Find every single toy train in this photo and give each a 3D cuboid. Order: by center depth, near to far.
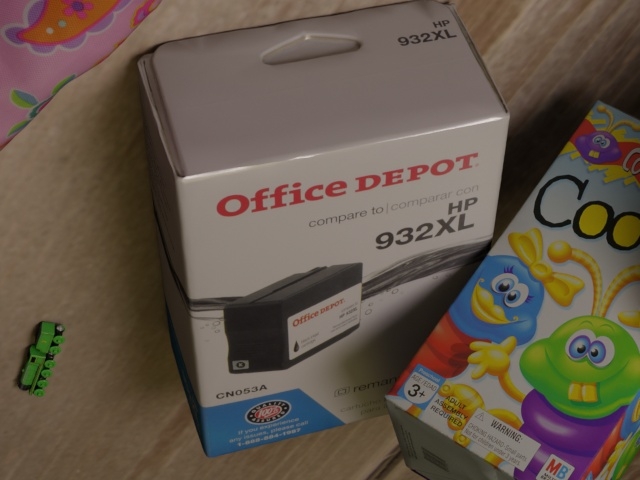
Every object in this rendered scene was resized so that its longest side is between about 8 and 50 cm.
[{"bbox_3d":[-0.223,0.096,1.069,0.024,0.017,0.083,12,131,-20],"label":"toy train"}]

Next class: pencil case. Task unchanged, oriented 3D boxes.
[{"bbox_3d":[-0.200,-0.116,0.772,0.284,0.124,0.124,-39,137,22],"label":"pencil case"}]

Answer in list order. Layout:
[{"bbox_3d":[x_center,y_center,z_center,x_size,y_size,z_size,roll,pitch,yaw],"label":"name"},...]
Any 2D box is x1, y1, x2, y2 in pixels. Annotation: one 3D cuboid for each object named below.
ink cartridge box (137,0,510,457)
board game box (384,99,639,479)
[{"bbox_3d":[0.000,0.000,0.968,0.223,0.129,0.307,-12,139,-11],"label":"ink cartridge box"},{"bbox_3d":[0.187,0.065,0.956,0.275,0.142,0.144,-53,155,-17],"label":"board game box"}]
